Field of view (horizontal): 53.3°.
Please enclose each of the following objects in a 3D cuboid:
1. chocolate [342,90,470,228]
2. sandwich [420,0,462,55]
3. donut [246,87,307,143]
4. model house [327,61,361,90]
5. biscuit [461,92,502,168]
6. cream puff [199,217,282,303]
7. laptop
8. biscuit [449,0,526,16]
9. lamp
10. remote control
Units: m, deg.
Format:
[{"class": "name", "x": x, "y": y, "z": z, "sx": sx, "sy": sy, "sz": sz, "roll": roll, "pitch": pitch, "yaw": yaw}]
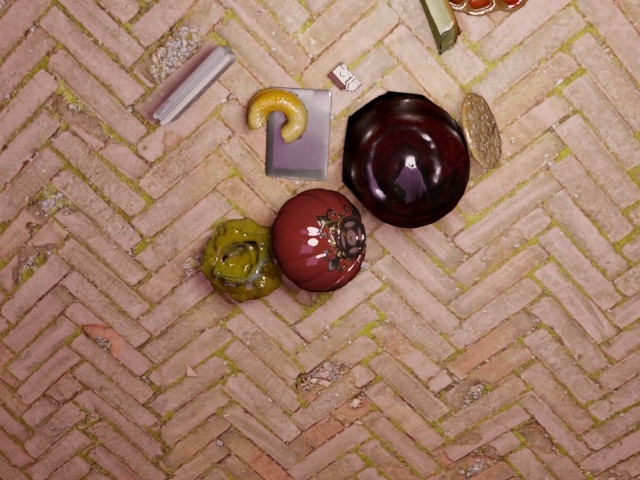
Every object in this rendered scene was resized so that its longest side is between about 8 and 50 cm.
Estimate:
[{"class": "chocolate", "x": 0.219, "y": -0.191, "z": 1.719, "sx": 0.383, "sy": 0.331, "sz": 0.384, "roll": 4, "pitch": 112, "yaw": 10}, {"class": "sandwich", "x": 0.294, "y": -0.609, "z": 1.650, "sx": 0.063, "sy": 0.245, "sz": 0.212, "roll": -23, "pitch": 91, "yaw": 10}, {"class": "donut", "x": -0.124, "y": -0.358, "z": 1.818, "sx": 0.181, "sy": 0.078, "sz": 0.146, "roll": 23, "pitch": 113, "yaw": -3}, {"class": "model house", "x": 0.068, "y": -0.451, "z": 1.795, "sx": 0.058, "sy": 0.057, "sz": 0.083, "roll": -40, "pitch": 104, "yaw": 11}, {"class": "biscuit", "x": 0.443, "y": -0.298, "z": 1.752, "sx": 0.033, "sy": 0.220, "sz": 0.220, "roll": -14, "pitch": 111, "yaw": 39}, {"class": "cream puff", "x": -0.231, "y": 0.067, "z": 1.937, "sx": 0.282, "sy": 0.185, "sz": 0.282, "roll": 1, "pitch": 113, "yaw": 2}, {"class": "laptop", "x": -0.066, "y": -0.311, "z": 1.876, "sx": 0.187, "sy": 0.015, "sz": 0.269, "roll": 5, "pitch": 110, "yaw": 3}, {"class": "biscuit", "x": 0.430, "y": -0.768, "z": 1.652, "sx": 0.381, "sy": 0.074, "sz": 0.359, "roll": 5, "pitch": 108, "yaw": -1}, {"class": "lamp", "x": 0.000, "y": 0.000, "z": 1.838, "sx": 0.257, "sy": 0.303, "sz": 0.303, "roll": -6, "pitch": 114, "yaw": 44}, {"class": "remote control", "x": -0.355, "y": -0.439, "z": 1.806, "sx": 0.277, "sy": 0.103, "sz": 0.055, "roll": -40, "pitch": 99, "yaw": 16}]
